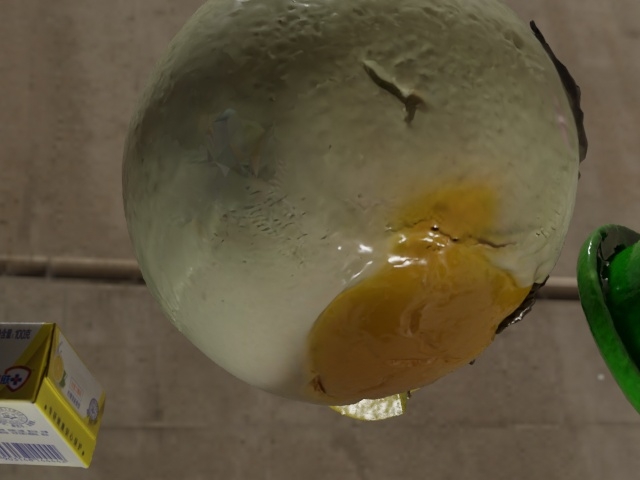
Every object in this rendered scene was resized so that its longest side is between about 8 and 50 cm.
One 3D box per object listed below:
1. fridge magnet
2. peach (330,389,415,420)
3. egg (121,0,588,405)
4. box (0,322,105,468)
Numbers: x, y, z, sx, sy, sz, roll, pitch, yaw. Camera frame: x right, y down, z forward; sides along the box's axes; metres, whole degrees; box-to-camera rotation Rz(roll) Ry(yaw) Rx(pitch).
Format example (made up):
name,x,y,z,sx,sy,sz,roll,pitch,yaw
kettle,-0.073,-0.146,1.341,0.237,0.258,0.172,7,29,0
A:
name,x,y,z,sx,sy,sz,roll,pitch,yaw
fridge magnet,0.270,0.074,1.034,0.088,0.208,0.208,-38,-136,31
peach,0.030,0.078,1.171,0.118,0.151,0.151,22,-69,43
egg,-0.009,-0.050,0.888,0.201,0.337,0.337,17,72,-65
box,-0.390,0.169,1.521,0.168,0.265,0.097,67,26,-53
